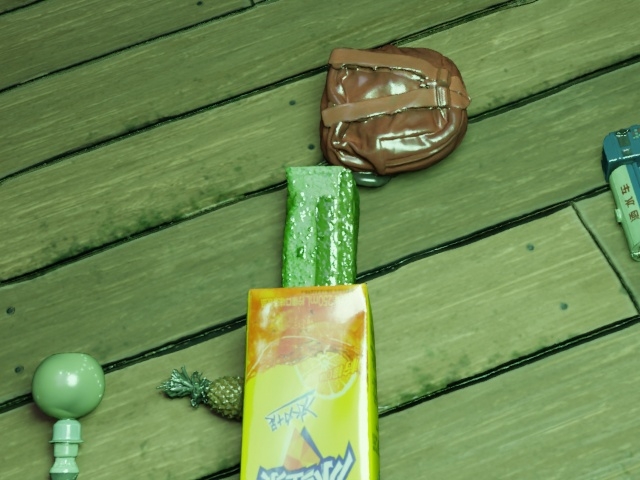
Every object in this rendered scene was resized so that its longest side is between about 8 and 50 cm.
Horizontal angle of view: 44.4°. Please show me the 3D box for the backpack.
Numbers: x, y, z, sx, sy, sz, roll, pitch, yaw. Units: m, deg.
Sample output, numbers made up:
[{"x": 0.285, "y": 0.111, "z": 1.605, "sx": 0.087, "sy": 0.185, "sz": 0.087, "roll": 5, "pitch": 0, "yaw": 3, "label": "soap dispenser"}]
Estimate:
[{"x": 0.108, "y": -0.191, "z": 1.130, "sx": 0.229, "sy": 0.139, "sz": 0.229, "roll": -5, "pitch": 60, "yaw": 8, "label": "backpack"}]

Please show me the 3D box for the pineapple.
[{"x": -0.145, "y": 0.195, "z": 1.004, "sx": 0.124, "sy": 0.058, "sz": 0.058, "roll": 3, "pitch": 60, "yaw": 26, "label": "pineapple"}]

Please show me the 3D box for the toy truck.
[{"x": 0.435, "y": -0.058, "z": 1.053, "sx": 0.088, "sy": 0.074, "sz": 0.202, "roll": -12, "pitch": 59, "yaw": 12, "label": "toy truck"}]

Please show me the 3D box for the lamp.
[{"x": -0.321, "y": 0.226, "z": 0.992, "sx": 0.090, "sy": 0.091, "sz": 0.164, "roll": -3, "pitch": 74, "yaw": 6, "label": "lamp"}]

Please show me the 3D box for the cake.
[{"x": -0.003, "y": 0.010, "z": 1.057, "sx": 0.100, "sy": 0.099, "sz": 0.236, "roll": 0, "pitch": 61, "yaw": 10, "label": "cake"}]

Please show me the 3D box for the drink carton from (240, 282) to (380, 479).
[{"x": -0.009, "y": 0.234, "z": 0.906, "sx": 0.154, "sy": 0.111, "sz": 0.352, "roll": -3, "pitch": 64, "yaw": 8, "label": "drink carton"}]
